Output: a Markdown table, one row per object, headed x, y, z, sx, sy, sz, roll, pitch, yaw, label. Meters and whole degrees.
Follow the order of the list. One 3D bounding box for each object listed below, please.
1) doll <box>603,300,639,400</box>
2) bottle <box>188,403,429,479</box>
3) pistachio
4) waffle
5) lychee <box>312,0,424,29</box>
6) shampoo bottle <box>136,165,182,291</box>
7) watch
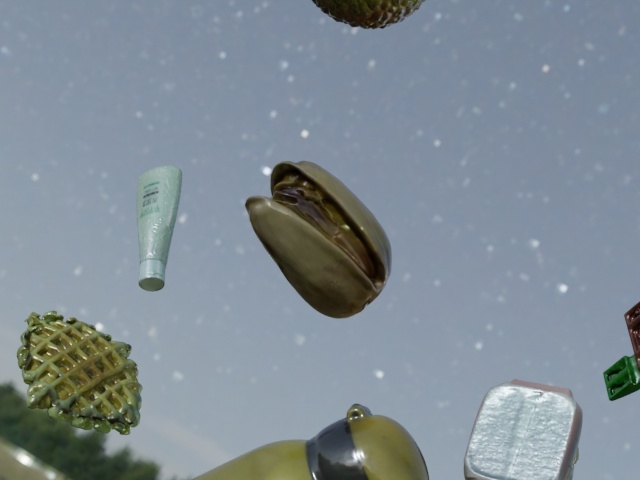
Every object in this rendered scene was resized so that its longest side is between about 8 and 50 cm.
| x | y | z | sx | sy | sz | roll | pitch | yaw | label |
| --- | --- | --- | --- | --- | --- | --- | --- | --- | --- |
| 0.411 | 0.118 | 1.502 | 0.186 | 0.106 | 0.134 | -1 | -43 | -5 | doll |
| -0.045 | 0.312 | 1.562 | 0.172 | 0.351 | 0.171 | 61 | 9 | -17 | bottle |
| 0.000 | 0.000 | 1.637 | 0.206 | 0.129 | 0.131 | 49 | -30 | -21 | pistachio |
| -0.350 | 0.196 | 2.056 | 0.214 | 0.054 | 0.208 | 25 | 29 | -32 | waffle |
| 0.038 | -0.229 | 1.145 | 0.114 | 0.114 | 0.146 | 27 | -18 | 17 | lychee |
| -0.225 | -0.016 | 1.909 | 0.069 | 0.191 | 0.041 | -14 | -39 | 17 | shampoo bottle |
| 0.322 | 0.367 | 2.141 | 0.161 | 0.253 | 0.241 | 9 | -30 | 26 | watch |
